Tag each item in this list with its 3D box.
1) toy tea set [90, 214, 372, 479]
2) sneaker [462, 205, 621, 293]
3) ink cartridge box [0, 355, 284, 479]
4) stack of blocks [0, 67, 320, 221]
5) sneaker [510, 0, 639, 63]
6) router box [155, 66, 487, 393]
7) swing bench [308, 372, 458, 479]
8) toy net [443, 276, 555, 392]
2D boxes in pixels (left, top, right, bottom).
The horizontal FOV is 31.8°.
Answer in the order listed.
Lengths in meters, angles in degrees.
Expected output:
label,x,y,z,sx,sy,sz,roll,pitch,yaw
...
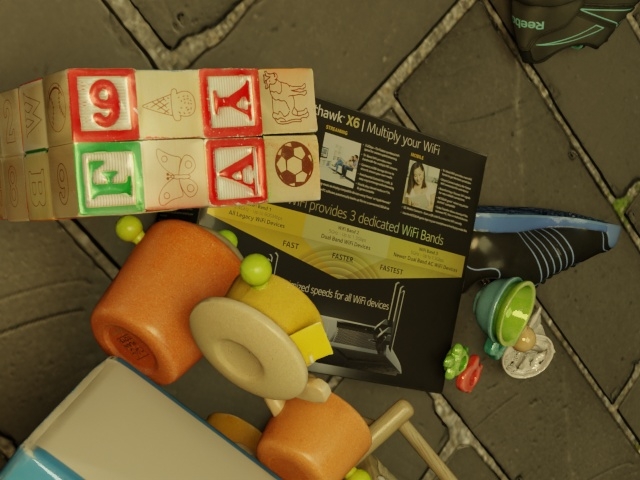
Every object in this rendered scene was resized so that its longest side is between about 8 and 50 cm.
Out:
label,x,y,z,sx,sy,sz,roll,pitch,yaw
toy tea set,-0.030,0.113,0.826,0.124,0.200,0.336,-52,137,-35
sneaker,0.225,0.013,1.208,0.232,0.081,0.090,2,100,-31
ink cartridge box,-0.157,0.324,0.745,0.285,0.166,0.395,38,106,-3
stack of blocks,-0.153,-0.063,0.806,0.171,0.297,0.087,-6,94,-34
sneaker,0.302,-0.277,1.246,0.267,0.101,0.106,-24,127,-31
router box,0.000,0.000,1.045,0.309,0.081,0.242,15,85,-34
swing bench,0.023,0.305,1.028,0.254,0.165,0.253,-50,118,-21
toy net,0.198,0.111,1.153,0.232,0.045,0.122,32,80,-59
